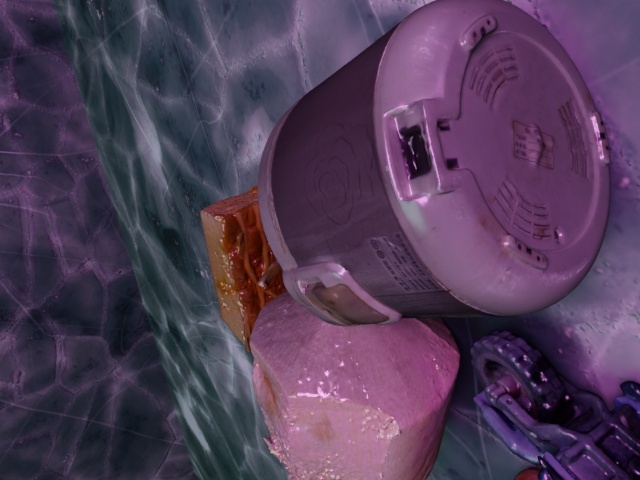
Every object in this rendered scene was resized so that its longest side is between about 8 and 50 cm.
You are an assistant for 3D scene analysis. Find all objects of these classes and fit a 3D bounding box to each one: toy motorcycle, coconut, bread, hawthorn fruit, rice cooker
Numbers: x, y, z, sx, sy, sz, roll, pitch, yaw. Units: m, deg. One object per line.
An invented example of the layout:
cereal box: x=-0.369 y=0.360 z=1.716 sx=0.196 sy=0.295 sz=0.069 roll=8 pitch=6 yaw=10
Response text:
toy motorcycle: x=0.309 y=0.281 z=0.518 sx=0.416 sy=0.172 sz=0.232 roll=43 pitch=156 yaw=44
coconut: x=0.045 y=0.197 z=0.723 sx=0.297 sy=0.297 sz=0.310 roll=29 pitch=136 yaw=42
bread: x=-0.108 y=0.044 z=0.929 sx=0.114 sy=0.184 sz=0.275 roll=18 pitch=125 yaw=41
hawthorn fruit: x=0.278 y=0.356 z=0.661 sx=0.066 sy=0.103 sz=0.067 roll=22 pitch=125 yaw=35
rice cooker: x=0.097 y=-0.054 z=0.491 sx=0.277 sy=0.288 sz=0.289 roll=-17 pitch=97 yaw=55

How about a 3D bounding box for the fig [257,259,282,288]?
fig: x=0.000 y=0.000 z=0.689 sx=0.159 sy=0.257 sz=0.159 roll=19 pitch=126 yaw=28
